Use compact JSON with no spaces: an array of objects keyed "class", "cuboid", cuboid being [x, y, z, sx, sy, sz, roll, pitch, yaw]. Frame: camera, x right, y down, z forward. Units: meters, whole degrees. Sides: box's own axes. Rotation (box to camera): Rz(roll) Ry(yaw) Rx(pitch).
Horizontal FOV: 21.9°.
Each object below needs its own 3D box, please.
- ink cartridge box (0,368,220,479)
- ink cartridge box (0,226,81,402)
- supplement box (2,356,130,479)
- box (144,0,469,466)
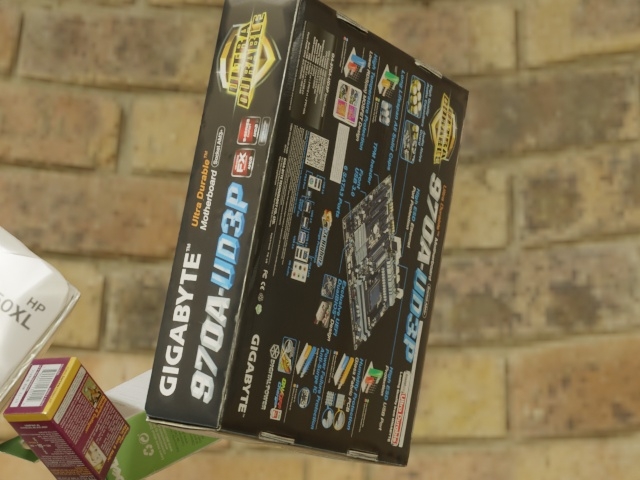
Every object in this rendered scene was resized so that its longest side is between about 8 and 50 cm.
[{"class":"ink cartridge box","cuboid":[-0.178,0.177,1.509,0.209,0.062,0.109,-25,14,-28]},{"class":"ink cartridge box","cuboid":[-0.389,0.056,1.453,0.285,0.166,0.395,36,-19,-4]},{"class":"supplement box","cuboid":[-0.182,0.131,1.193,0.043,0.055,0.083,-6,-48,31]},{"class":"box","cuboid":[0.000,0.000,0.859,0.051,0.220,0.175,5,-9,35]}]
